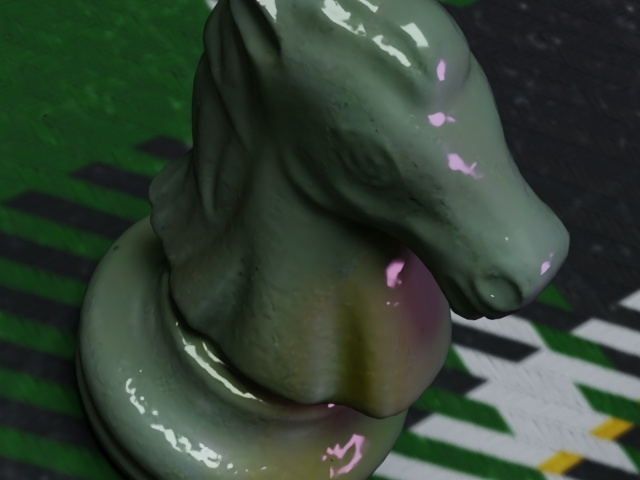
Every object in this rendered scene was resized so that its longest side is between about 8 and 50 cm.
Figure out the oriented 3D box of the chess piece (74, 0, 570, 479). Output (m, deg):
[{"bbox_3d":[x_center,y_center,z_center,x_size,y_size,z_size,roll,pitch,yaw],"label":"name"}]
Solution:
[{"bbox_3d":[0.000,0.000,0.715,0.175,0.298,0.176,10,56,-15],"label":"chess piece"}]
